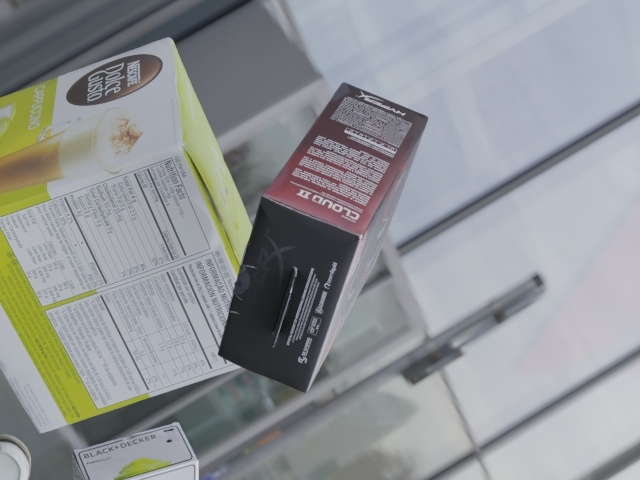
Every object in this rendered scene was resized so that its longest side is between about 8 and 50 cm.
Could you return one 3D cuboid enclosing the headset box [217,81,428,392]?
[{"bbox_3d":[0.000,0.000,1.378,0.110,0.293,0.218,23,-54,6],"label":"headset box"}]

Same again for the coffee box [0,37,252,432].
[{"bbox_3d":[-0.281,-0.014,1.730,0.338,0.334,0.338,-104,174,-58],"label":"coffee box"}]

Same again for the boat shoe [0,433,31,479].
[{"bbox_3d":[-0.511,0.396,1.781,0.113,0.302,0.103,42,6,-6],"label":"boat shoe"}]

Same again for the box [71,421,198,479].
[{"bbox_3d":[-0.274,0.421,1.949,0.087,0.169,0.290,-127,-147,-46],"label":"box"}]
